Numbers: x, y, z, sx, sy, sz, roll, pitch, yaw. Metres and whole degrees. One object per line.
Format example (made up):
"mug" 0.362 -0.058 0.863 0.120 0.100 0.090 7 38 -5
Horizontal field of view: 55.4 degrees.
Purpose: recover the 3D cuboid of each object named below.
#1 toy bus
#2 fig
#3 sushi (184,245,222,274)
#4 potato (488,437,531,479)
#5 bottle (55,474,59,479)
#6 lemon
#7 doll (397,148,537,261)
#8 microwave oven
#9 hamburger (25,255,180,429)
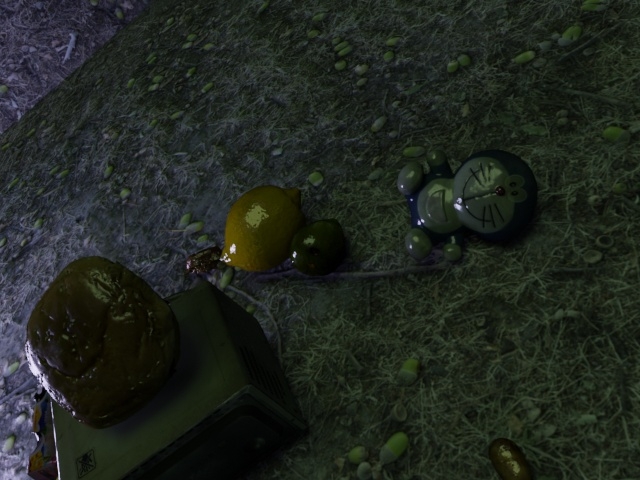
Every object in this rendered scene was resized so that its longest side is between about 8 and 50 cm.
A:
"toy bus" -0.609 0.420 1.427 0.112 0.090 0.274 -23 46 6
"fig" 0.000 0.000 1.358 0.123 0.123 0.156 -11 42 25
"sushi" -0.291 0.055 1.535 0.118 0.061 0.060 -23 80 17
"potato" 0.297 0.348 0.955 0.051 0.040 0.083 -48 47 24
"bottle" -0.508 0.491 1.303 0.187 0.069 0.069 -52 46 0
"lemon" -0.130 -0.028 1.411 0.244 0.187 0.187 -46 46 -5
"doll" 0.295 -0.078 1.214 0.258 0.154 0.228 -11 84 34
"microwave oven" -0.275 0.326 1.183 0.394 0.247 0.333 -36 47 3
"hamburger" -0.373 0.170 1.027 0.285 0.265 0.134 -48 -1 13
